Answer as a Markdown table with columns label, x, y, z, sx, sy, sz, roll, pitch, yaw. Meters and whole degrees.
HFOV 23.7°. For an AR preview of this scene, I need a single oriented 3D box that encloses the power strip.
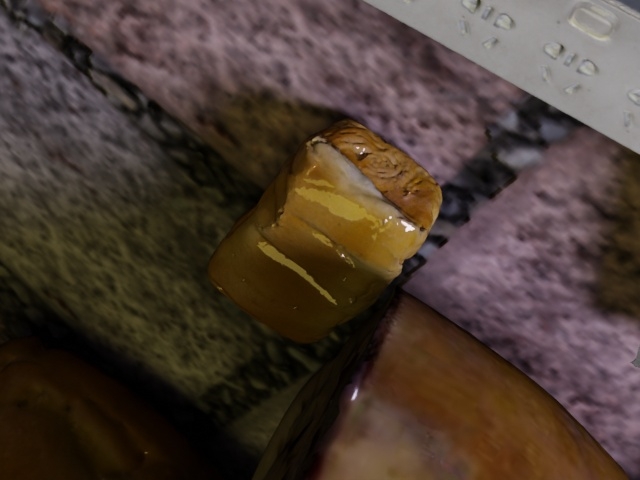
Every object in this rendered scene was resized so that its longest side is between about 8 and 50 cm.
| label | x | y | z | sx | sy | sz | roll | pitch | yaw |
| --- | --- | --- | --- | --- | --- | --- | --- | --- | --- |
| power strip | 0.086 | -0.085 | 0.572 | 0.252 | 0.027 | 0.060 | 30 | 141 | 6 |

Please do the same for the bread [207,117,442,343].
| label | x | y | z | sx | sy | sz | roll | pitch | yaw |
| --- | --- | --- | --- | --- | --- | --- | --- | --- | --- |
| bread | 0.000 | 0.000 | 0.702 | 0.074 | 0.053 | 0.132 | 39 | 143 | -5 |

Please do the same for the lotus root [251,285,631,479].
| label | x | y | z | sx | sy | sz | roll | pitch | yaw |
| --- | --- | --- | --- | --- | --- | --- | --- | --- | --- |
| lotus root | 0.027 | 0.217 | 0.705 | 0.250 | 0.316 | 0.316 | 38 | 141 | -6 |

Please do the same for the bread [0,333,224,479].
| label | x | y | z | sx | sy | sz | roll | pitch | yaw |
| --- | --- | --- | --- | --- | --- | --- | --- | --- | --- |
| bread | -0.150 | 0.247 | 0.970 | 0.328 | 0.148 | 0.337 | 44 | 142 | -3 |

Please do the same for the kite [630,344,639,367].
| label | x | y | z | sx | sy | sz | roll | pitch | yaw |
| --- | --- | --- | --- | --- | --- | --- | --- | --- | --- |
| kite | 0.208 | 0.016 | 0.575 | 0.321 | 0.016 | 0.234 | 45 | 141 | -21 |
